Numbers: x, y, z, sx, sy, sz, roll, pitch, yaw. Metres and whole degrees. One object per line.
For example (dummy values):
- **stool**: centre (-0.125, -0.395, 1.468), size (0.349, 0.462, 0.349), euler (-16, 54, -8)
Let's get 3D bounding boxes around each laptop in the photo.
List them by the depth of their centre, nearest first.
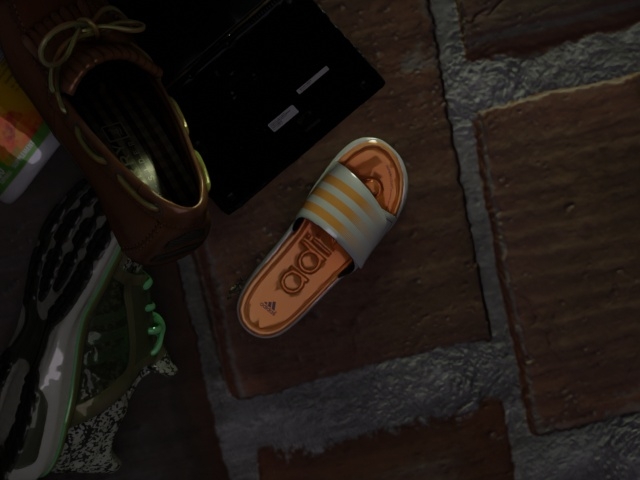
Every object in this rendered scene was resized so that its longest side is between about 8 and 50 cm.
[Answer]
- **laptop**: centre (-0.108, -0.208, 1.824), size (0.234, 0.136, 0.264), euler (-40, 122, 9)

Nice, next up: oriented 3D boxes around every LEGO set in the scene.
- **LEGO set**: centre (-0.067, 0.075, 1.915), size (0.054, 0.023, 0.083), euler (-36, 90, 4)

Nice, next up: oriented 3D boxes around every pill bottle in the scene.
- **pill bottle**: centre (-0.391, -0.162, 1.774), size (0.246, 0.136, 0.136), euler (37, 99, -11)

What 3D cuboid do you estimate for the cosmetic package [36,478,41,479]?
- **cosmetic package**: centre (-0.314, 0.403, 1.876), size (0.453, 0.230, 0.161), euler (32, 101, -9)

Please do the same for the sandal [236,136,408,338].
- **sandal**: centre (0.008, 0.007, 1.858), size (0.102, 0.076, 0.265), euler (37, 92, -9)

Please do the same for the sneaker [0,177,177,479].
- **sneaker**: centre (-0.237, 0.093, 1.872), size (0.182, 0.158, 0.410), euler (16, 104, -36)

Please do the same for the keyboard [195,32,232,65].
- **keyboard**: centre (-0.118, -0.133, 1.856), size (0.108, 0.023, 0.180), euler (37, 100, -5)

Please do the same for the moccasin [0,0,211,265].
- **moccasin**: centre (-0.224, -0.157, 1.682), size (0.139, 0.147, 0.380), euler (-14, 66, -26)
